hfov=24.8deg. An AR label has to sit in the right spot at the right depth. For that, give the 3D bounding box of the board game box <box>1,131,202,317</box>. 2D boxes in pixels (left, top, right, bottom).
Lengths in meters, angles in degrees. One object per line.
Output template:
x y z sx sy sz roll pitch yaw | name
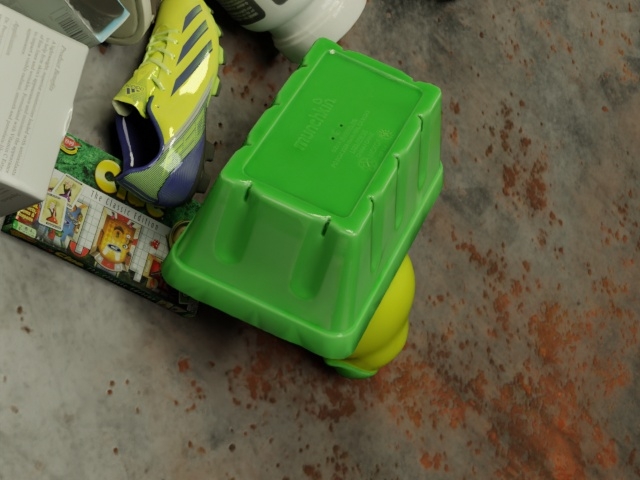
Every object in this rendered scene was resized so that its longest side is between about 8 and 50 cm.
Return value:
-0.234 -0.021 1.690 0.260 0.030 0.136 28 62 -33 | board game box

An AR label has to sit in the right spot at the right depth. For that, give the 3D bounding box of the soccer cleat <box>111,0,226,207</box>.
-0.184 -0.179 1.703 0.121 0.093 0.289 18 62 -34 | soccer cleat

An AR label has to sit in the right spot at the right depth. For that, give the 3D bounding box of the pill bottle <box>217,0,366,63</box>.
-0.079 -0.360 1.798 0.278 0.162 0.162 45 56 -25 | pill bottle

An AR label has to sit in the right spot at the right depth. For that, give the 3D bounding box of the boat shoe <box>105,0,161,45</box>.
-0.222 -0.378 1.634 0.096 0.117 0.324 -62 160 -46 | boat shoe

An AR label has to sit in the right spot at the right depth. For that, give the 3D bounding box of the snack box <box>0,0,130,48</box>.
-0.366 -0.322 1.532 0.322 0.187 0.060 50 54 -21 | snack box

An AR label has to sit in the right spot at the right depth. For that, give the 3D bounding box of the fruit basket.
0.000 0.000 1.770 0.283 0.392 0.392 25 60 7 | fruit basket

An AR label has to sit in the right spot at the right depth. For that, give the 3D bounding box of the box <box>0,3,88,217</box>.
-0.351 -0.126 1.511 0.119 0.182 0.181 26 66 -32 | box
